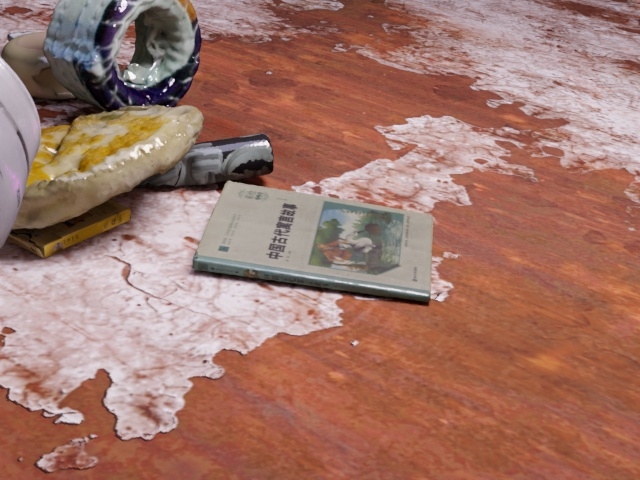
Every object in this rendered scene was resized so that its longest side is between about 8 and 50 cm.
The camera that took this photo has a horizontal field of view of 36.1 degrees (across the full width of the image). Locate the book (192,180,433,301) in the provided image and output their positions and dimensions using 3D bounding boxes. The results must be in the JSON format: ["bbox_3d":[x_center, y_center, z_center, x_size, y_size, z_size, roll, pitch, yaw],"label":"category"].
[{"bbox_3d":[0.000,0.000,1.221,0.282,0.025,0.215,8,29,2],"label":"book"}]

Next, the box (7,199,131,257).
[{"bbox_3d":[-0.311,-0.020,1.210,0.073,0.020,0.149,23,33,30],"label":"box"}]

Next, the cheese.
[{"bbox_3d":[-0.475,-0.319,1.687,0.163,0.082,0.286,-9,30,-26],"label":"cheese"}]

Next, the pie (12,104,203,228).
[{"bbox_3d":[-0.312,-0.102,1.256,0.339,0.077,0.339,-9,20,3],"label":"pie"}]

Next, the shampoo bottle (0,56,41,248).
[{"bbox_3d":[-0.436,-0.071,0.983,0.272,0.273,0.266,12,50,12],"label":"shampoo bottle"}]

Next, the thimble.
[{"bbox_3d":[-0.308,-0.302,1.532,0.150,0.237,0.237,20,31,34],"label":"thimble"}]

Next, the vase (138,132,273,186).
[{"bbox_3d":[-0.172,-0.105,1.348,0.211,0.060,0.060,-9,30,-13],"label":"vase"}]
